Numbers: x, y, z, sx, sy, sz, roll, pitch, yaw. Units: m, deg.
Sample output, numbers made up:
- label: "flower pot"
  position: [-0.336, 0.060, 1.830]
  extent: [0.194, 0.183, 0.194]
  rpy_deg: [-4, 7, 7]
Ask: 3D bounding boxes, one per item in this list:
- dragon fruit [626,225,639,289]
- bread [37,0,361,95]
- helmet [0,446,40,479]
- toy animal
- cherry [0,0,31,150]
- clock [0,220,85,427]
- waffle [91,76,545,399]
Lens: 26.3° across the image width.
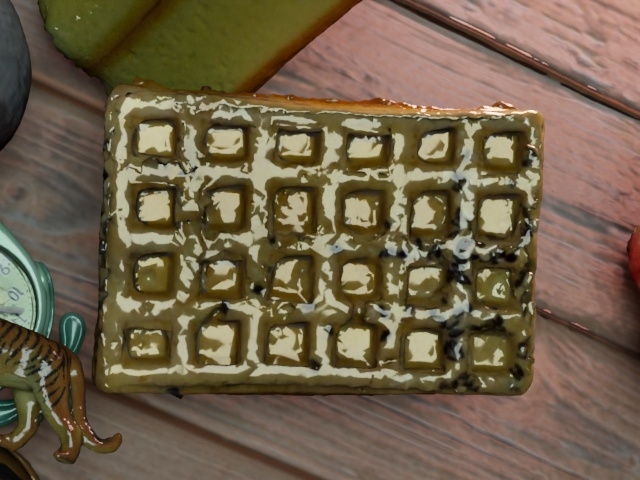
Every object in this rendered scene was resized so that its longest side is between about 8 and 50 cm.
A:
- label: "dragon fruit"
  position: [0.407, 0.003, 1.237]
  extent: [0.237, 0.231, 0.303]
  rpy_deg: [35, 89, -11]
- label: "bread"
  position: [-0.065, -0.283, 1.203]
  extent: [0.361, 0.245, 0.233]
  rpy_deg: [-39, 104, 25]
- label: "helmet"
  position: [-0.317, 0.231, 1.060]
  extent: [0.224, 0.130, 0.198]
  rpy_deg: [4, 81, -15]
- label: "toy animal"
  position: [-0.262, 0.100, 1.067]
  extent: [0.241, 0.057, 0.099]
  rpy_deg: [21, 69, -8]
- label: "cherry"
  position: [-0.363, -0.142, 1.069]
  extent: [0.255, 0.218, 0.296]
  rpy_deg: [-28, 76, -8]
- label: "clock"
  position: [-0.295, 0.060, 1.132]
  extent: [0.188, 0.060, 0.148]
  rpy_deg: [44, 72, -3]
- label: "waffle"
  position: [0.000, 0.000, 1.154]
  extent: [0.376, 0.114, 0.261]
  rpy_deg: [1, 91, -8]
